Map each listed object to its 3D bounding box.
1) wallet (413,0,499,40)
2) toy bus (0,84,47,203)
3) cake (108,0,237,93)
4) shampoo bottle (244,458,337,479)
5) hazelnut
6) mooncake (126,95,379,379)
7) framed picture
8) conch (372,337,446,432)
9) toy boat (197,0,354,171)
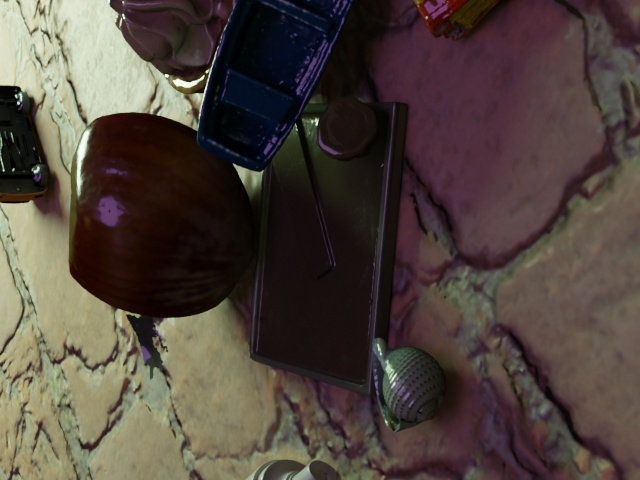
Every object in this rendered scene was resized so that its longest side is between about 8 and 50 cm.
[{"bbox_3d":[0.146,-0.274,0.863,0.241,0.067,0.141,-38,62,41],"label":"wallet"},{"bbox_3d":[-0.438,-0.123,1.525,0.088,0.083,0.194,-54,47,45],"label":"toy bus"},{"bbox_3d":[-0.123,-0.249,1.094,0.207,0.178,0.185,-57,48,27],"label":"cake"},{"bbox_3d":[-0.078,0.296,1.079,0.303,0.092,0.092,-48,54,36],"label":"shampoo bottle"},{"bbox_3d":[-0.166,-0.024,1.146,0.181,0.181,0.212,-115,31,-56],"label":"hazelnut"},{"bbox_3d":[-0.074,0.005,1.028,0.347,0.057,0.150,-28,71,28],"label":"mooncake"},{"bbox_3d":[0.001,0.000,1.056,0.192,0.018,0.265,9,96,49],"label":"framed picture"},{"bbox_3d":[0.075,0.122,0.935,0.085,0.057,0.076,-102,19,-46],"label":"conch"},{"bbox_3d":[-0.023,-0.209,1.000,0.062,0.096,0.299,-72,7,-75],"label":"toy boat"}]
